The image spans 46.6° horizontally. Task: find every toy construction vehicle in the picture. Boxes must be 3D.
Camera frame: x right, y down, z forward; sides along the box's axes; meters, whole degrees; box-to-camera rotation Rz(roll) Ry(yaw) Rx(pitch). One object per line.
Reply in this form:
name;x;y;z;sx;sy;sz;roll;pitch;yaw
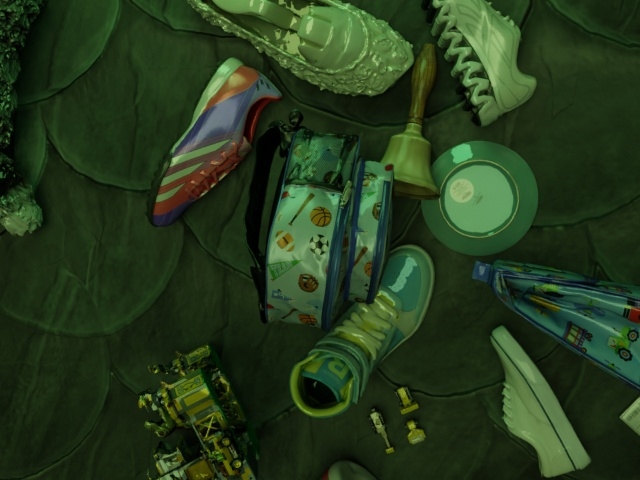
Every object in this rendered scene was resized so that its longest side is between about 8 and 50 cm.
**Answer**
toy construction vehicle;0.128;0.300;1.251;0.086;0.035;0.098;-26;91;2

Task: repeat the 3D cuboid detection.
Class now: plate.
plate;0.255;-0.067;1.200;0.188;0.024;0.188;1;95;12

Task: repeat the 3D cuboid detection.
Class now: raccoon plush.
raccoon plush;-0.545;-0.272;1.323;0.299;0.216;0.446;-33;116;-1

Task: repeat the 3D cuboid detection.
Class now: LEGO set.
LEGO set;-0.224;0.314;1.186;0.192;0.331;0.255;-26;102;-4

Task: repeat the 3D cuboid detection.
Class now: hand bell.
hand bell;0.154;-0.197;1.189;0.126;0.126;0.242;11;83;11

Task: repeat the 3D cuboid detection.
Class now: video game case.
video game case;0.546;0.288;1.167;0.122;0.011;0.087;42;100;7

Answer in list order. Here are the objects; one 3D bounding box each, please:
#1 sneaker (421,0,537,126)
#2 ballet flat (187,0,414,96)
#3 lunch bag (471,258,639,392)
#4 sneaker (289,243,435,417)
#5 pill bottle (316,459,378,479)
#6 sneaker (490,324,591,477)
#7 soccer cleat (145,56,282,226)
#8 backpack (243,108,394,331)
sneaker;0.237;-0.329;1.153;0.118;0.110;0.292;-24;97;5
ballet flat;-0.051;-0.345;1.194;0.409;0.147;0.147;25;99;9
lunch bag;0.361;0.099;1.087;0.293;0.221;0.138;21;97;10
sneaker;0.068;0.151;1.161;0.127;0.208;0.319;33;99;9
pill bottle;-0.012;0.514;1.227;0.161;0.161;0.283;44;101;6
sneaker;0.325;0.260;1.170;0.091;0.094;0.258;-30;88;8
soccer cleat;-0.185;-0.146;1.252;0.116;0.108;0.318;31;97;5
backpack;0.000;0.000;1.093;0.213;0.276;0.263;12;57;12
